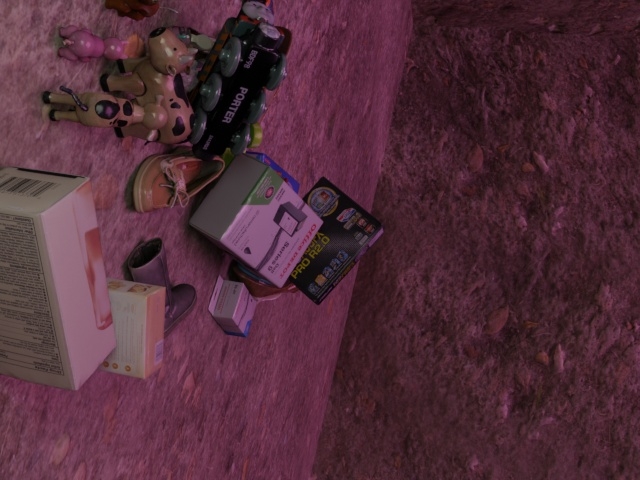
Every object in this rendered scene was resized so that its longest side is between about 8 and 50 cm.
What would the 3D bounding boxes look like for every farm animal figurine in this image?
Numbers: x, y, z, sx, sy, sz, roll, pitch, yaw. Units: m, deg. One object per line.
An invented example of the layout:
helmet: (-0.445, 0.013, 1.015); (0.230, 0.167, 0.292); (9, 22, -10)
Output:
farm animal figurine: (-0.297, -0.273, 1.371); (0.326, 0.172, 0.330); (72, 29, -59)

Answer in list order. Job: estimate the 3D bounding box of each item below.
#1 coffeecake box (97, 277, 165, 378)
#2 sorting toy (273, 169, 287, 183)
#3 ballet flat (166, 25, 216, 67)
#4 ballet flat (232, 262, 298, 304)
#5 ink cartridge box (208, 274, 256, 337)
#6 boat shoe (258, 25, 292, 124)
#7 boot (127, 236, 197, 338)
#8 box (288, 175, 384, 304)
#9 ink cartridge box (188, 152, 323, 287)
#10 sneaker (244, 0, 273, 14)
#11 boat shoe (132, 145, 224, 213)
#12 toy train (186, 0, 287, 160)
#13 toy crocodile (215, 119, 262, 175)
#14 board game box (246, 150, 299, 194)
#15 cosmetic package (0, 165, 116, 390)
coffeecake box: (-0.359, 0.138, 1.326); (0.068, 0.186, 0.142); (-36, 132, -70)
sorting toy: (-0.110, -0.110, 2.105); (0.274, 0.046, 0.132); (37, 61, -73)
ballet flat: (-0.251, -0.404, 1.662); (0.221, 0.079, 0.076); (-15, 109, -75)
ballet flat: (-0.151, 0.121, 2.241); (0.124, 0.116, 0.342); (-54, 159, 19)
ink cartridge box: (-0.229, 0.174, 2.085); (0.180, 0.060, 0.104); (69, 33, -62)
boat shoe: (-0.149, -0.406, 2.014); (0.098, 0.109, 0.302); (80, 27, -66)
boot: (-0.330, 0.082, 1.663); (0.189, 0.076, 0.208); (-66, 151, -53)
box: (0.000, 0.000, 2.082); (0.270, 0.216, 0.060); (-47, 164, -6)
ink cartridge box: (-0.145, -0.044, 1.911); (0.211, 0.122, 0.289); (-57, 144, -8)
sneaker: (-0.150, -0.527, 1.972); (0.087, 0.083, 0.221); (31, 70, -70)
boat shoe: (-0.291, -0.131, 1.633); (0.285, 0.089, 0.104); (-55, 150, -60)
toy train: (-0.180, -0.318, 1.596); (0.334, 0.142, 0.190); (-55, -144, 37)
toy crocodile: (-0.204, -0.317, 1.864); (0.115, 0.105, 0.340); (-5, 108, -35)
board game box: (-0.157, -0.088, 2.186); (0.347, 0.078, 0.233); (35, 64, -74)
cosmetic package: (-0.409, 0.055, 1.166); (0.129, 0.153, 0.296); (-56, 152, -57)
